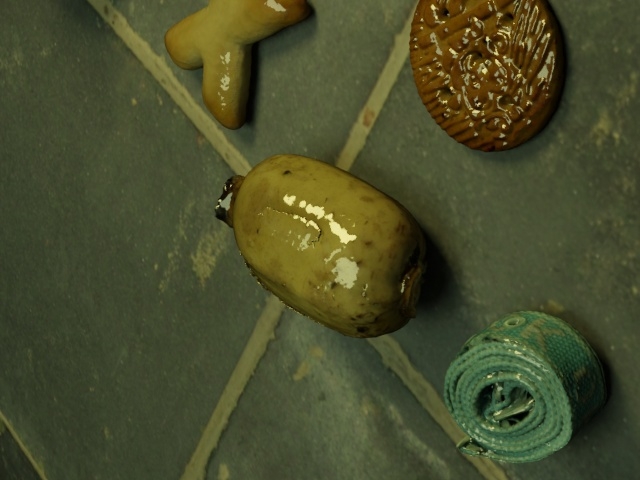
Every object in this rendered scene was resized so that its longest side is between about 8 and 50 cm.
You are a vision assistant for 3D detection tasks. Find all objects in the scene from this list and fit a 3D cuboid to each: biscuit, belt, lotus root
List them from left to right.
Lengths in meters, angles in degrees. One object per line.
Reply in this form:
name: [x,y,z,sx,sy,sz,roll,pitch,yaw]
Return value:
biscuit: [-0.104,-0.246,1.599,0.164,0.047,0.208,53,136,20]
lotus root: [0.000,0.000,1.501,0.284,0.146,0.160,26,102,33]
biscuit: [0.155,-0.176,1.350,0.187,0.027,0.188,20,119,42]
belt: [0.199,0.142,1.374,0.163,0.082,0.148,1,115,45]
